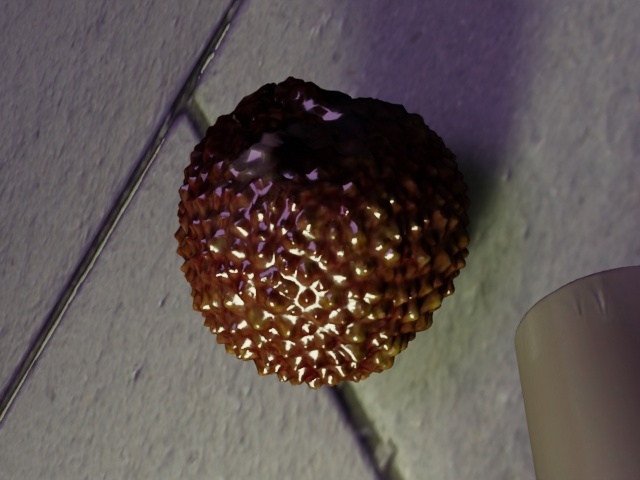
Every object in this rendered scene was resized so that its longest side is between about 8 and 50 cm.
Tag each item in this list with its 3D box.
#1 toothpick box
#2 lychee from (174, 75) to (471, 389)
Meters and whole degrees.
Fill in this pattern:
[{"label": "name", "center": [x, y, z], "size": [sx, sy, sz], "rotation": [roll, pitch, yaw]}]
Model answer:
[{"label": "toothpick box", "center": [0.152, 0.114, 0.768], "size": [0.111, 0.111, 0.181], "rotation": [-41, 42, 38]}, {"label": "lychee", "center": [0.000, 0.000, 1.005], "size": [0.188, 0.188, 0.188], "rotation": [-31, 49, 45]}]
